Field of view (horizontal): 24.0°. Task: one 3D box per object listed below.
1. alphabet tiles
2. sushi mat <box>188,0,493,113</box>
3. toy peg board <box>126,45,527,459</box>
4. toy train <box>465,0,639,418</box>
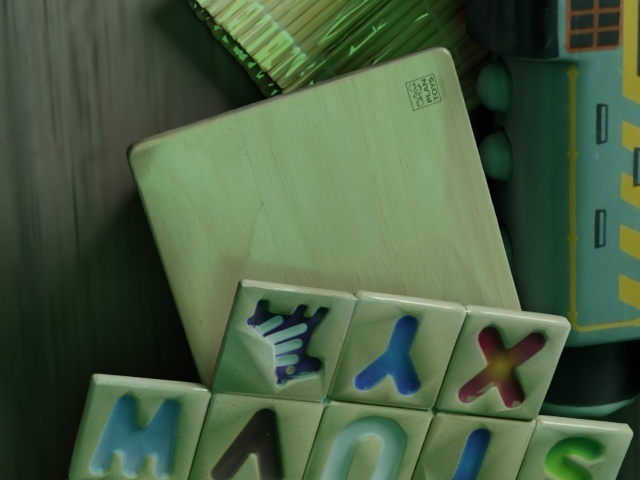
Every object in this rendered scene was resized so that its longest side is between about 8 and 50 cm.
[{"bbox_3d":[-0.001,0.180,0.766,0.285,0.011,0.343,8,113,-21],"label":"alphabet tiles"},{"bbox_3d":[0.090,-0.172,0.796,0.316,0.019,0.151,-41,105,-10],"label":"sushi mat"},{"bbox_3d":[0.000,0.000,0.752,0.160,0.079,0.161,-19,105,-9],"label":"toy peg board"},{"bbox_3d":[0.171,-0.061,0.772,0.190,0.142,0.334,-6,111,-9],"label":"toy train"}]
